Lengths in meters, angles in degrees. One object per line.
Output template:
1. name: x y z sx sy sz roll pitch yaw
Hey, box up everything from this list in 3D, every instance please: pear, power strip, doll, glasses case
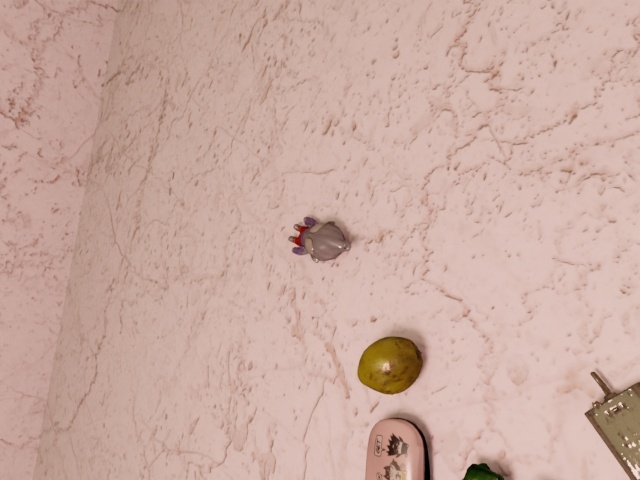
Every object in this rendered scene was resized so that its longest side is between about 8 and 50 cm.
1. pear: 0.133 0.237 1.018 0.131 0.107 0.107 -25 65 26
2. power strip: 0.458 0.297 0.733 0.092 0.034 0.268 -48 53 28
3. doll: 0.000 0.000 1.220 0.227 0.075 0.102 18 86 57
4. glasses case: 0.141 0.488 0.982 0.122 0.075 0.314 -8 77 47

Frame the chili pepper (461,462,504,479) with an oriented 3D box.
1. chili pepper: 0.322 0.422 0.815 0.253 0.084 0.099 5 84 50
